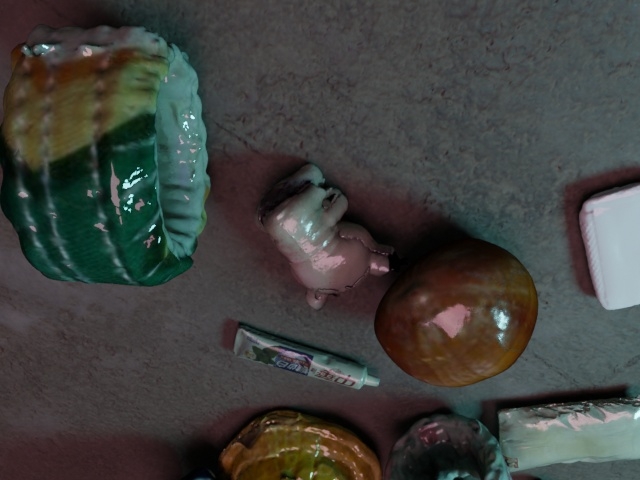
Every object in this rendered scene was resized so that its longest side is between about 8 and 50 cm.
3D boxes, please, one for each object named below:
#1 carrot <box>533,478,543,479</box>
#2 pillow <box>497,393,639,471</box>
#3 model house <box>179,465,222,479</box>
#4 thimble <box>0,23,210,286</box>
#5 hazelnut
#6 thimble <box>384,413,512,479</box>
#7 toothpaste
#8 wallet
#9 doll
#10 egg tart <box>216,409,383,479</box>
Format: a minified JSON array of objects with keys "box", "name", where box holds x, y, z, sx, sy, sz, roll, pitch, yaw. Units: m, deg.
[{"box":[0.457,0.494,1.107,0.260,0.070,0.070,34,119,-13],"name":"carrot"},{"box":[0.393,0.302,1.005,0.229,0.051,0.128,-10,114,12],"name":"pillow"},{"box":[-0.231,0.551,1.128,0.253,0.184,0.291,55,149,2],"name":"model house"},{"box":[-0.228,-0.093,0.715,0.167,0.254,0.288,1,119,5],"name":"thimble"},{"box":[0.171,0.092,0.819,0.214,0.176,0.214,-23,142,-19],"name":"hazelnut"},{"box":[0.209,0.380,0.979,0.185,0.211,0.149,-39,119,-23],"name":"thimble"},{"box":[-0.021,0.185,0.988,0.233,0.038,0.060,17,119,-1],"name":"toothpaste"},{"box":[0.409,0.006,0.836,0.124,0.032,0.183,-16,116,15],"name":"wallet"},{"box":[0.000,0.000,0.841,0.149,0.095,0.192,-36,109,22],"name":"doll"},{"box":[-0.039,0.417,1.087,0.290,0.115,0.290,3,120,5],"name":"egg tart"}]
